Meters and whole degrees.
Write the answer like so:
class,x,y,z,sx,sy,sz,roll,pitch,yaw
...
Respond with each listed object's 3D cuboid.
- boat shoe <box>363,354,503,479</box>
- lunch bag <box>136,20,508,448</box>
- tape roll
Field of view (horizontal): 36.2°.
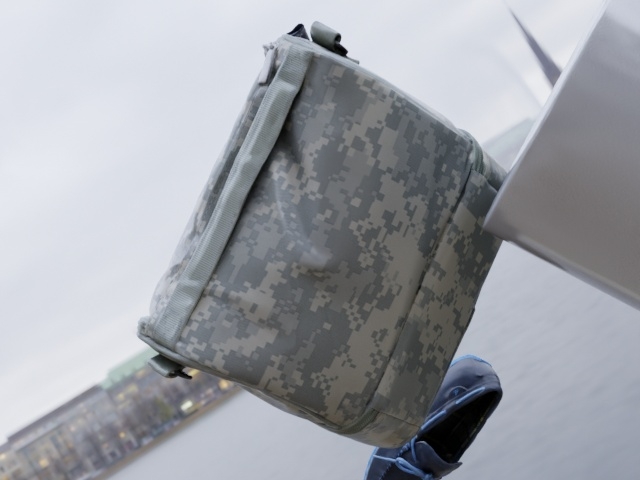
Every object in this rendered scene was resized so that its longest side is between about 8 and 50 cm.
class,x,y,z,sx,sy,sz,roll,pitch,yaw
boat shoe,0.140,0.266,1.278,0.258,0.109,0.089,-61,25,11
lunch bag,0.000,0.000,0.848,0.256,0.213,0.305,30,-96,-52
tape roll,0.250,-0.077,0.731,0.246,0.169,0.246,-60,-7,-12
